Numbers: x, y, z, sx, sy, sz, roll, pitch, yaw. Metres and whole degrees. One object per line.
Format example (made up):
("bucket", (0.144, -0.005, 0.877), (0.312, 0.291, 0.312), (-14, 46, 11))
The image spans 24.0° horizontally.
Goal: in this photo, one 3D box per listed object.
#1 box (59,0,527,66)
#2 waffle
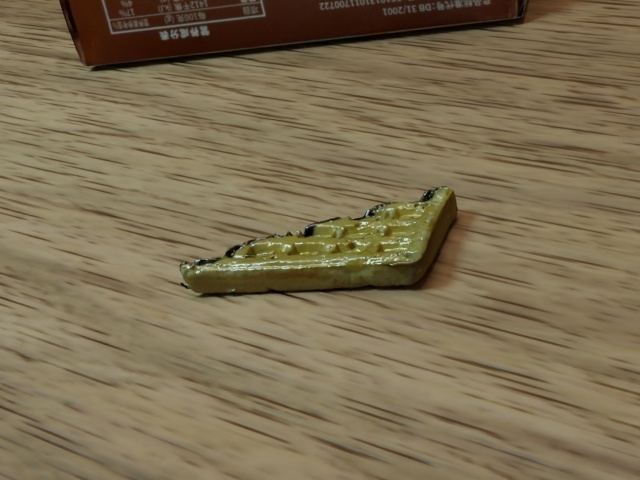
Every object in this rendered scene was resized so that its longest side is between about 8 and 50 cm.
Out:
("box", (0.000, -0.291, 1.363), (0.385, 0.122, 0.344), (-4, 27, 16))
("waffle", (0.000, 0.000, 0.905), (0.153, 0.023, 0.097), (-4, 26, 18))
